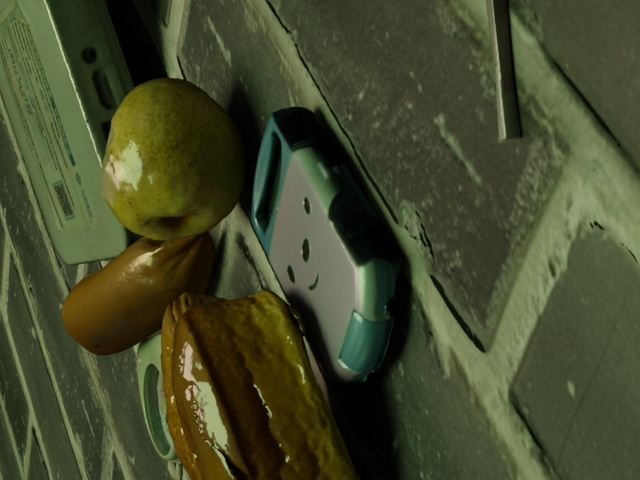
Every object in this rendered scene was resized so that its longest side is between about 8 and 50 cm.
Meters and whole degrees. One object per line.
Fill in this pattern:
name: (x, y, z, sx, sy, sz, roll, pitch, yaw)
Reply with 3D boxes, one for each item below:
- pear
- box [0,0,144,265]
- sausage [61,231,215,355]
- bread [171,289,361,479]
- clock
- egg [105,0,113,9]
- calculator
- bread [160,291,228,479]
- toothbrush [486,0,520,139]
pear: (-0.165, -0.091, 1.524, 0.178, 0.178, 0.178, 173, 90, -67)
box: (-0.336, -0.166, 1.910, 0.396, 0.111, 0.396, -6, 104, 66)
sausage: (-0.217, 0.056, 1.727, 0.328, 0.112, 0.112, -33, 66, 48)
bread: (-0.055, 0.179, 1.318, 0.195, 0.142, 0.270, 105, 140, -76)
clock: (-0.183, 0.213, 1.791, 0.151, 0.062, 0.191, 154, 107, -65)
egg: (-0.322, -0.345, 1.942, 0.083, 0.071, 0.071, 121, 137, -58)
calculator: (0.000, 0.000, 1.314, 0.173, 0.051, 0.293, 103, 150, -41)
bread: (-0.109, 0.193, 1.576, 0.210, 0.099, 0.235, -124, 29, -51)
toothbrush: (0.129, -0.170, 1.007, 0.017, 0.014, 0.194, -173, 77, -66)
